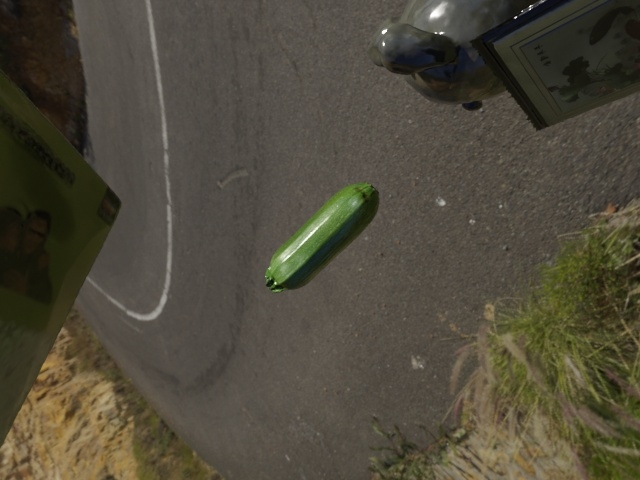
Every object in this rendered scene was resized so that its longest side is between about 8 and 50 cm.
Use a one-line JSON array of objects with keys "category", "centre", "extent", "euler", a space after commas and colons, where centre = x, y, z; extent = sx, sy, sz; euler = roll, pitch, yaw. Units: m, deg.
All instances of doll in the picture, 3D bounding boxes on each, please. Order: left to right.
[{"category": "doll", "centre": [0.237, -0.381, 0.591], "extent": [0.252, 0.381, 0.380], "euler": [-112, 9, -70]}]

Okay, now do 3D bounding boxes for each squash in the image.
[{"category": "squash", "centre": [0.000, 0.000, 0.611], "extent": [0.068, 0.219, 0.077], "euler": [41, -166, -24]}]

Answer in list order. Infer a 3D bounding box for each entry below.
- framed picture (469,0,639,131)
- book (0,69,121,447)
[{"category": "framed picture", "centre": [0.276, -0.185, 0.395], "extent": [0.199, 0.195, 0.010], "euler": [-19, 61, 41]}, {"category": "book", "centre": [-0.301, 0.059, 0.349], "extent": [0.035, 0.353, 0.239], "euler": [14, 158, 5]}]
